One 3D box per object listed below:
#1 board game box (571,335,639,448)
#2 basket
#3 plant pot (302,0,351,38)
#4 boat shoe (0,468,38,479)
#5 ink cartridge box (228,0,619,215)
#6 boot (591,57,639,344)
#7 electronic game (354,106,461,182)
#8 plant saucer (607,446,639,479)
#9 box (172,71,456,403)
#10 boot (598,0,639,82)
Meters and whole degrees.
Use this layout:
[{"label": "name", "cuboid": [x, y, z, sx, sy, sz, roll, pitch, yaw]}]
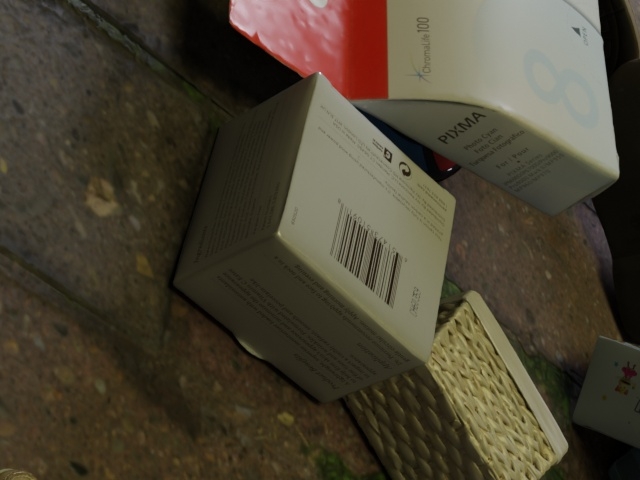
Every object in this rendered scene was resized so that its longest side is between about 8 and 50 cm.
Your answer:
[{"label": "board game box", "cuboid": [0.430, 0.189, 1.681, 0.303, 0.224, 0.098, 13, 97, -48]}, {"label": "basket", "cuboid": [0.108, 0.145, 1.402, 0.167, 0.113, 0.103, 58, 39, -9]}, {"label": "plant pot", "cuboid": [0.016, -0.265, 1.533, 0.236, 0.032, 0.236, 26, 47, -32]}, {"label": "boat shoe", "cuboid": [-0.160, 0.229, 1.054, 0.068, 0.072, 0.190, -11, 79, -53]}, {"label": "ink cartridge box", "cuboid": [0.097, -0.232, 1.497, 0.385, 0.091, 0.308, 28, 46, -32]}, {"label": "boot", "cuboid": [0.356, -0.042, 1.812, 0.115, 0.112, 0.305, -11, 96, -65]}, {"label": "electronic game", "cuboid": [0.069, -0.161, 1.580, 0.229, 0.048, 0.229, 29, 49, -39]}, {"label": "plant saucer", "cuboid": [0.338, 0.300, 1.681, 0.067, 0.018, 0.192, -23, 88, -54]}, {"label": "box", "cuboid": [0.000, 0.000, 1.343, 0.181, 0.119, 0.182, 41, 42, -29]}, {"label": "boot", "cuboid": [0.271, -0.371, 1.884, 0.377, 0.138, 0.284, 54, 38, -7]}]
